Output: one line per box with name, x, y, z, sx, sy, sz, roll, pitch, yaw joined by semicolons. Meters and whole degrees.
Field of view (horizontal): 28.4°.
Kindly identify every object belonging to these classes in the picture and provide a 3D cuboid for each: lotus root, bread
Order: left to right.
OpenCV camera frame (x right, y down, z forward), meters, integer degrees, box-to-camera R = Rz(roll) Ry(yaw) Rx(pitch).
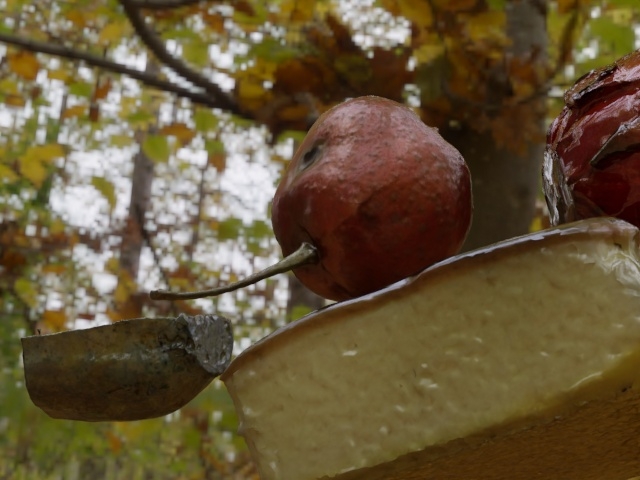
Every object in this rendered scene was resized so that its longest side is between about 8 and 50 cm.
lotus root;-0.257;0.185;1.862;0.260;0.149;0.267;-6;-2;16
bread;0.141;0.117;0.974;0.324;0.143;0.333;-23;-24;20

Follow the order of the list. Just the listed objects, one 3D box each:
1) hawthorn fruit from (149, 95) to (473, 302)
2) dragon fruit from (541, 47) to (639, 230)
hawthorn fruit;0.000;0.000;1.010;0.165;0.285;0.165;30;-40;29
dragon fruit;0.359;-0.058;1.192;0.302;0.295;0.295;-11;-22;-1
